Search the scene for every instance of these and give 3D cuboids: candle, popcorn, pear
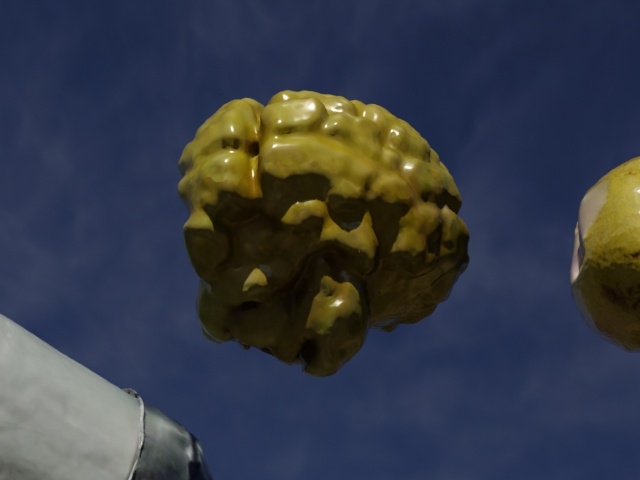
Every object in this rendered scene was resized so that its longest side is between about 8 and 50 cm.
[{"bbox_3d":[-0.263,0.169,1.311,0.342,0.221,0.221,35,-45,-23],"label":"candle"},{"bbox_3d":[0.000,0.000,1.257,0.200,0.203,0.226,-9,-38,21],"label":"popcorn"},{"bbox_3d":[0.285,0.014,1.456,0.178,0.178,0.178,9,-42,8],"label":"pear"}]
